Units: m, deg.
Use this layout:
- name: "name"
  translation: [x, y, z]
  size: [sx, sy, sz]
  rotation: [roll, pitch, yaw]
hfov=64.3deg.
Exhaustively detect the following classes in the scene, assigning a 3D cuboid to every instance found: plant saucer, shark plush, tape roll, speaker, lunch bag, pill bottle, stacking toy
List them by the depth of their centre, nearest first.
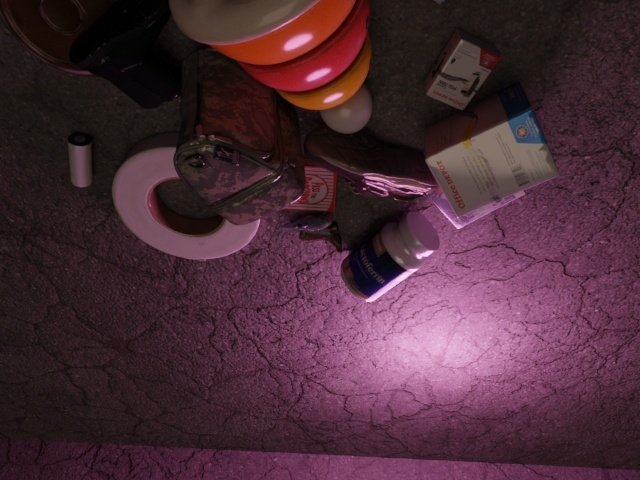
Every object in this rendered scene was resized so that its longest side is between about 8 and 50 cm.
- name: "stacking toy"
  translation: [-0.015, -0.374, 0.963]
  size: [0.350, 0.351, 0.480]
  rotation: [-16, 151, 18]
- name: "plant saucer"
  translation: [-0.511, -0.463, 1.020]
  size: [0.310, 0.050, 0.311]
  rotation: [1, 136, 1]
- name: "lunch bag"
  translation: [-0.180, -0.215, 1.035]
  size: [0.212, 0.306, 0.256]
  rotation: [-22, 145, 23]
- name: "speaker"
  translation: [-0.603, -0.200, 1.280]
  size: [0.055, 0.055, 0.136]
  rotation: [13, 134, -9]
- name: "tape roll"
  translation: [-0.346, -0.104, 1.349]
  size: [0.391, 0.072, 0.392]
  rotation: [2, 135, 2]
- name: "shark plush"
  translation: [-0.041, -0.052, 1.385]
  size: [0.161, 0.067, 0.073]
  rotation: [6, 105, 22]
- name: "pill bottle"
  translation: [0.191, 0.045, 1.406]
  size: [0.153, 0.153, 0.264]
  rotation: [30, 128, -24]

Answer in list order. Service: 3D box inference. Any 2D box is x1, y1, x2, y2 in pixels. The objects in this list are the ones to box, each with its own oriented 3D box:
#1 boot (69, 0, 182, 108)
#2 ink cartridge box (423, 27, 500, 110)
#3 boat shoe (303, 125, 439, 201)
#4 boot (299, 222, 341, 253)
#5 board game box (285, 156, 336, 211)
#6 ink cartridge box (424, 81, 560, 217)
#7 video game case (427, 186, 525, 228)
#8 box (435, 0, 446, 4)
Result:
- name: "boot"
  translation: [-0.338, -0.376, 1.022]
  size: [0.246, 0.094, 0.207]
  rotation: [-26, 158, 21]
- name: "ink cartridge box"
  translation: [0.293, -0.355, 1.069]
  size: [0.099, 0.056, 0.135]
  rotation: [18, 133, -15]
- name: "boat shoe"
  translation: [0.115, -0.158, 1.206]
  size: [0.355, 0.133, 0.130]
  rotation: [15, 141, -22]
- name: "boot"
  translation: [0.000, 0.000, 1.453]
  size: [0.114, 0.037, 0.107]
  rotation: [-10, 120, 9]
- name: "board game box"
  translation: [-0.055, -0.146, 1.306]
  size: [0.193, 0.045, 0.147]
  rotation: [2, 135, 1]
- name: "ink cartridge box"
  translation: [0.367, -0.199, 1.126]
  size: [0.232, 0.168, 0.171]
  rotation: [-23, 118, 24]
- name: "video game case"
  translation: [0.393, -0.131, 1.309]
  size: [0.201, 0.023, 0.183]
  rotation: [-31, 126, 29]
- name: "box"
  translation: [0.252, -0.489, 0.887]
  size: [0.108, 0.043, 0.178]
  rotation: [7, 168, -40]
